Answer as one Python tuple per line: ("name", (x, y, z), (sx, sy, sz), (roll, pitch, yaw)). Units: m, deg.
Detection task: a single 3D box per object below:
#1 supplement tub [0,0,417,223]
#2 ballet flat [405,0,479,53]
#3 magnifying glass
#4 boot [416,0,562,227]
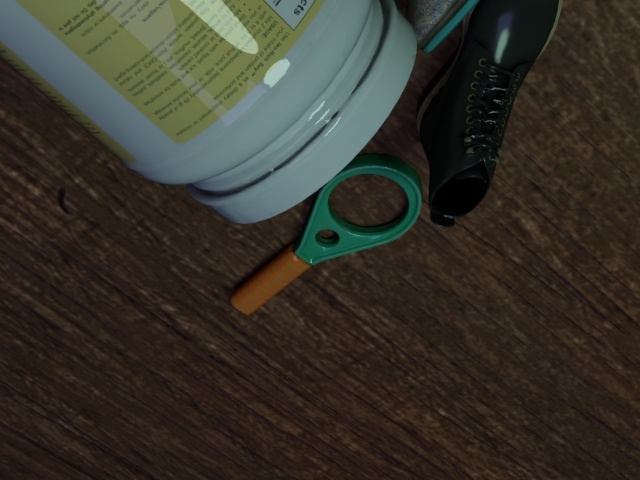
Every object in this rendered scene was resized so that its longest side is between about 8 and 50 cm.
("supplement tub", (-0.114, -0.190, 0.980), (0.241, 0.241, 0.331), (-32, 122, 28))
("ballet flat", (0.138, -0.272, 1.008), (0.106, 0.107, 0.316), (42, 119, -6))
("magnifying glass", (0.000, 0.000, 1.301), (0.092, 0.026, 0.231), (35, 126, -25))
("boot", (0.139, -0.115, 1.110), (0.077, 0.137, 0.198), (15, 131, -10))
